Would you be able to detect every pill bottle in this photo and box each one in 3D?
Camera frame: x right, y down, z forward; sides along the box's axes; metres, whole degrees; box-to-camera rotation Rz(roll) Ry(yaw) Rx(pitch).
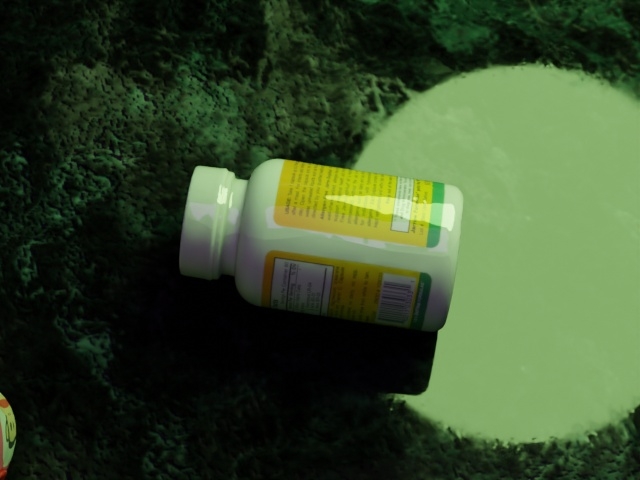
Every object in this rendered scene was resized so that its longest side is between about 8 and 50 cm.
[{"bbox_3d":[0.000,0.000,1.190,0.208,0.117,0.117,8,59,1],"label":"pill bottle"}]

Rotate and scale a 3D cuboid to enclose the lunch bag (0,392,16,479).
[{"bbox_3d":[-0.336,0.196,1.010,0.258,0.120,0.293,25,83,0],"label":"lunch bag"}]
